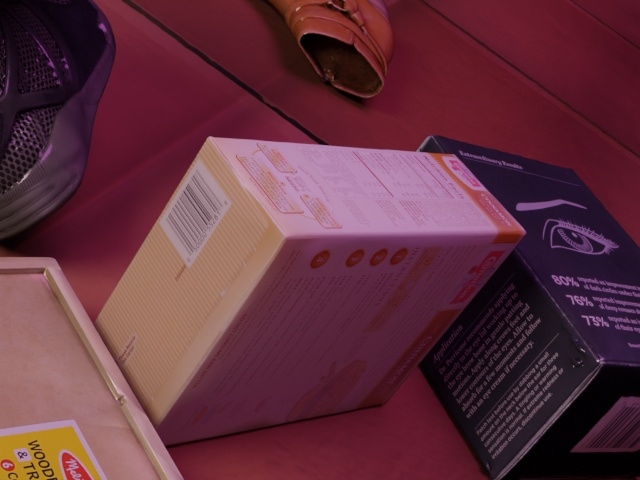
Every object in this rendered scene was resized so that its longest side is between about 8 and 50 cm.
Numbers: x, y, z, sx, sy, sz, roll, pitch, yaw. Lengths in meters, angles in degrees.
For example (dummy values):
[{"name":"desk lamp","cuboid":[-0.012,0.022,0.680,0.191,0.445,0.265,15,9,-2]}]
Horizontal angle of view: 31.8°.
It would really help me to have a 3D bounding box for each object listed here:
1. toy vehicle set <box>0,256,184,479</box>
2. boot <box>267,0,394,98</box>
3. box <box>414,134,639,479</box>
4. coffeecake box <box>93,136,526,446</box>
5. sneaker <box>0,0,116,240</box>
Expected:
[{"name":"toy vehicle set","cuboid":[-0.125,0.111,0.425,0.166,0.035,0.267,1,43,-46]},{"name":"boot","cuboid":[-0.017,-0.210,1.000,0.197,0.073,0.152,24,34,-13]},{"name":"box","cuboid":[0.142,0.043,0.735,0.153,0.108,0.207,9,37,-38]},{"name":"coffeecake box","cuboid":[-0.005,0.025,0.570,0.185,0.142,0.068,-1,44,-48]},{"name":"sneaker","cuboid":[-0.183,-0.114,0.618,0.130,0.087,0.227,56,19,-34]}]
